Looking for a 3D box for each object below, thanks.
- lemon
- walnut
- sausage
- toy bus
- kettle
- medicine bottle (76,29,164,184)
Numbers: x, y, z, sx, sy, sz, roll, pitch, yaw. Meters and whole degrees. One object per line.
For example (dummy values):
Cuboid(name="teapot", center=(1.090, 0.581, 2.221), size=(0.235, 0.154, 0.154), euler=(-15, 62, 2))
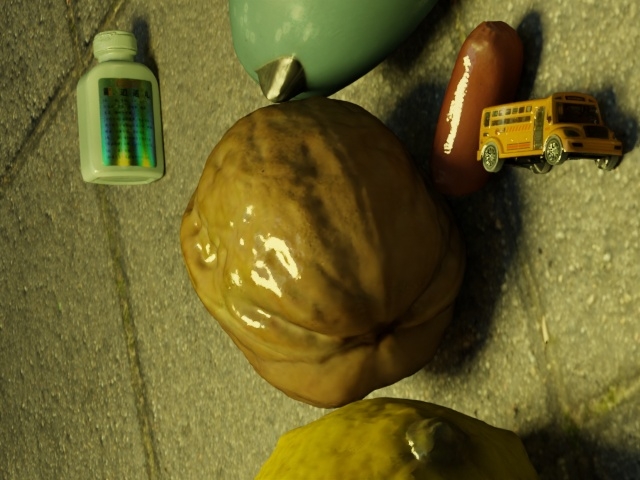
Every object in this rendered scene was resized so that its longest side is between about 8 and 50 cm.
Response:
Cuboid(name="lemon", center=(0.072, 0.320, 1.574), size=(0.387, 0.350, 0.349), euler=(105, 149, -43))
Cuboid(name="walnut", center=(-0.003, 0.002, 1.783), size=(0.344, 0.306, 0.306), euler=(-115, 37, -48))
Cuboid(name="sausage", center=(0.161, -0.134, 1.693), size=(0.077, 0.077, 0.194), euler=(46, 128, 51))
Cuboid(name="toy bus", center=(0.222, -0.104, 1.591), size=(0.162, 0.070, 0.074), euler=(-2, 86, 62))
Cuboid(name="kettle", center=(0.022, -0.321, 1.826), size=(0.342, 0.247, 0.319), euler=(-61, 5, 47))
Cuboid(name="medicine bottle", center=(-0.306, -0.202, 2.485), size=(0.083, 0.121, 0.228), euler=(-20, 73, 60))
